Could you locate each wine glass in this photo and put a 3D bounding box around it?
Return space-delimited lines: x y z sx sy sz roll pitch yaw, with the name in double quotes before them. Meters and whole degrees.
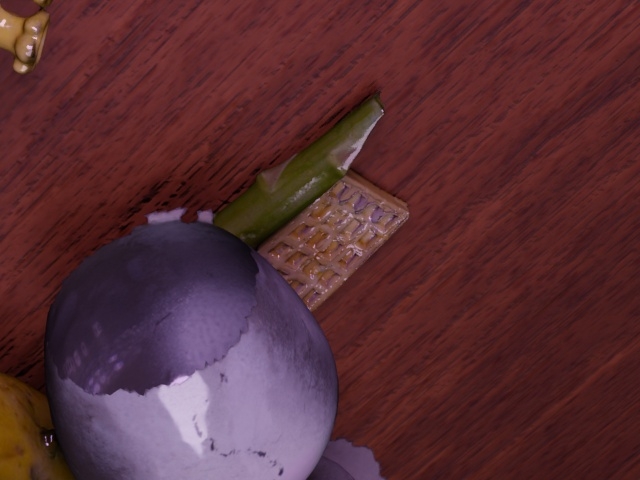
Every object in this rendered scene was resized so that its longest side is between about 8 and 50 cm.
"wine glass" -0.083 0.146 1.483 0.238 0.238 0.323 -17 136 1

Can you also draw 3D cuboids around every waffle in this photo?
"waffle" 0.000 0.000 1.533 0.092 0.021 0.135 30 116 -34

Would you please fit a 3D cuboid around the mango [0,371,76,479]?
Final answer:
"mango" -0.360 0.203 1.526 0.365 0.182 0.253 4 134 -2

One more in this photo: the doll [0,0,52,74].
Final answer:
"doll" -0.320 -0.186 1.235 0.296 0.117 0.141 8 118 -20

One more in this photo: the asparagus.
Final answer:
"asparagus" -0.012 -0.051 1.473 0.178 0.045 0.041 -37 162 18
